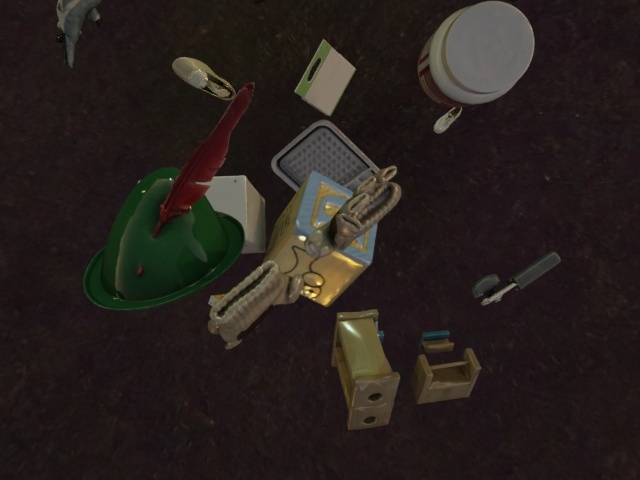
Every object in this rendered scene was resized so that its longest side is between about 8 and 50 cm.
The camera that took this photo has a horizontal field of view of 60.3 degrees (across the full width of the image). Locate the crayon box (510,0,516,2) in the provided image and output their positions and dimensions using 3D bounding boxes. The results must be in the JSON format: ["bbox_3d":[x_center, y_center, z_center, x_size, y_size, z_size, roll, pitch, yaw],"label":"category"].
[{"bbox_3d":[0.257,-0.448,0.499,0.106,0.313,0.363,46,109,15],"label":"crayon box"}]

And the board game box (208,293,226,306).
[{"bbox_3d":[-0.235,0.189,1.595,0.103,0.154,0.026,27,102,27],"label":"board game box"}]

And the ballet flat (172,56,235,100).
[{"bbox_3d":[-0.380,-0.532,1.840,0.086,0.248,0.086,-8,77,35],"label":"ballet flat"}]

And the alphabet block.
[{"bbox_3d":[0.000,0.000,1.254,0.192,0.193,0.197,28,135,-13],"label":"alphabet block"}]

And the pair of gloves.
[{"bbox_3d":[-0.013,0.023,0.575,0.240,0.204,0.042,-41,86,-19],"label":"pair of gloves"}]

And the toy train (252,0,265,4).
[{"bbox_3d":[-0.094,-0.520,1.141,0.036,0.158,0.027,-52,125,-24],"label":"toy train"}]

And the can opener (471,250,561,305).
[{"bbox_3d":[0.595,0.105,1.688,0.283,0.076,0.095,-33,82,-8],"label":"can opener"}]

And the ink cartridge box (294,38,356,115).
[{"bbox_3d":[0.003,-0.488,1.647,0.056,0.235,0.171,35,100,27],"label":"ink cartridge box"}]

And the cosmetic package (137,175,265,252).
[{"bbox_3d":[-0.248,-0.045,1.198,0.224,0.225,0.138,-2,83,4],"label":"cosmetic package"}]

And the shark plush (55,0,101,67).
[{"bbox_3d":[-0.355,-0.341,0.818,0.067,0.073,0.161,19,85,-12],"label":"shark plush"}]

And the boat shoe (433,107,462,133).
[{"bbox_3d":[0.353,-0.336,1.518,0.100,0.035,0.035,-40,82,-11],"label":"boat shoe"}]

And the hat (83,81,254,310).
[{"bbox_3d":[-0.175,-0.057,0.566,0.208,0.173,0.184,-29,129,-22],"label":"hat"}]

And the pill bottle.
[{"bbox_3d":[0.200,-0.241,0.732,0.121,0.221,0.121,1,102,3],"label":"pill bottle"}]

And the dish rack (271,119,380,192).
[{"bbox_3d":[0.029,-0.249,1.894,0.333,0.072,0.285,40,126,-24],"label":"dish rack"}]

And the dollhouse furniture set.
[{"bbox_3d":[0.122,0.194,0.851,0.183,0.129,0.129,-4,133,-10],"label":"dollhouse furniture set"}]
